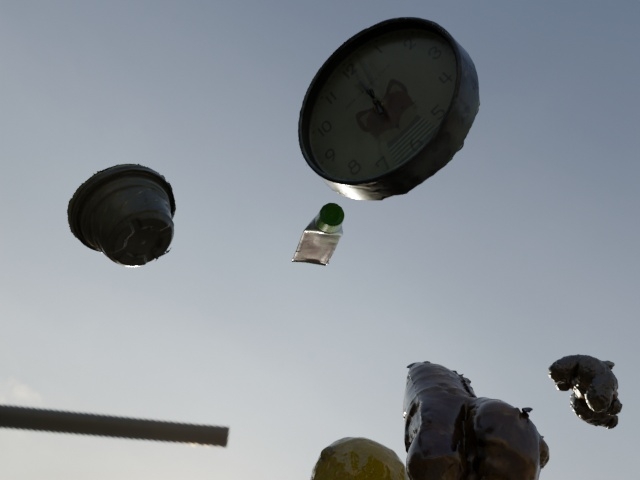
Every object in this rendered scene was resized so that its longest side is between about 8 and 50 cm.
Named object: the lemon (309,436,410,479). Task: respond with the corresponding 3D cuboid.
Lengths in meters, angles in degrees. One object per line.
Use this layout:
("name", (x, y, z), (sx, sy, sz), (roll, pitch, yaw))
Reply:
("lemon", (0.096, 0.560, 1.297), (0.233, 0.233, 0.288), (-26, -77, 34))

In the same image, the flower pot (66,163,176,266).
("flower pot", (-0.403, -0.035, 1.271), (0.140, 0.235, 0.235), (50, -36, 35))

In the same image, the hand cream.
("hand cream", (0.000, 0.001, 1.264), (0.079, 0.050, 0.275), (32, -24, 3))

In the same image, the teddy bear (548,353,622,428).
("teddy bear", (0.673, 0.379, 1.481), (0.177, 0.140, 0.190), (30, -38, 52))

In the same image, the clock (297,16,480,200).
("clock", (0.104, -0.225, 1.009), (0.325, 0.325, 0.067), (-18, -29, 30))

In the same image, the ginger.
("ginger", (0.264, 0.344, 1.088), (0.254, 0.418, 0.176), (2, -86, 1))
